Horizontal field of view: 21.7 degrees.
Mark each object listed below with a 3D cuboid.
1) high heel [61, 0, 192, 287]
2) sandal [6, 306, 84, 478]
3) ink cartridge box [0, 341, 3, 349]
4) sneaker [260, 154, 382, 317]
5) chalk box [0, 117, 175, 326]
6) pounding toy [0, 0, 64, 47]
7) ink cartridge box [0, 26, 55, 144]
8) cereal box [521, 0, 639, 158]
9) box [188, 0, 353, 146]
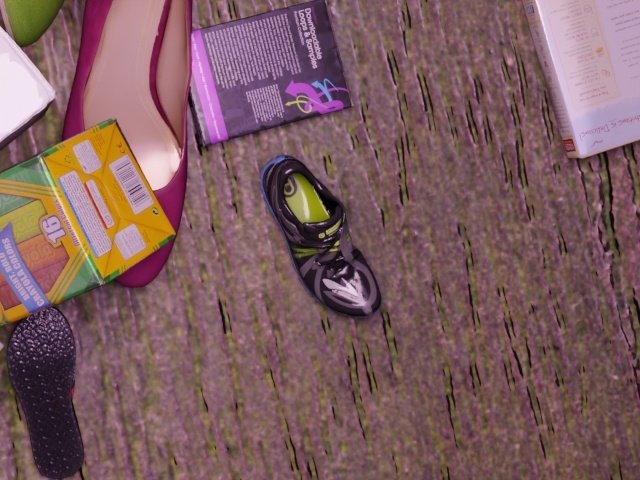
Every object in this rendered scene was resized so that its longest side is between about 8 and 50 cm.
[{"bbox_3d":[-0.175,-0.140,1.580,0.127,0.181,0.377,-6,93,-17],"label":"high heel"},{"bbox_3d":[-0.270,0.148,1.648,0.067,0.040,0.179,-7,108,-8],"label":"sandal"},{"bbox_3d":[-0.392,0.086,1.549,0.104,0.061,0.181,-51,143,-7],"label":"ink cartridge box"},{"bbox_3d":[0.000,0.000,1.682,0.067,0.078,0.188,-31,99,-10],"label":"sneaker"},{"bbox_3d":[-0.272,-0.006,1.568,0.213,0.132,0.132,-23,98,32],"label":"chalk box"},{"bbox_3d":[-0.245,-0.274,1.530,0.110,0.237,0.183,-11,95,-5],"label":"pounding toy"},{"bbox_3d":[-0.333,-0.110,1.527,0.158,0.218,0.092,-40,99,-9],"label":"ink cartridge box"},{"bbox_3d":[0.311,-0.223,1.763,0.173,0.047,0.240,-17,96,-12],"label":"cereal box"},{"bbox_3d":[-0.058,-0.170,1.688,0.162,0.029,0.116,-15,96,-11],"label":"box"}]
